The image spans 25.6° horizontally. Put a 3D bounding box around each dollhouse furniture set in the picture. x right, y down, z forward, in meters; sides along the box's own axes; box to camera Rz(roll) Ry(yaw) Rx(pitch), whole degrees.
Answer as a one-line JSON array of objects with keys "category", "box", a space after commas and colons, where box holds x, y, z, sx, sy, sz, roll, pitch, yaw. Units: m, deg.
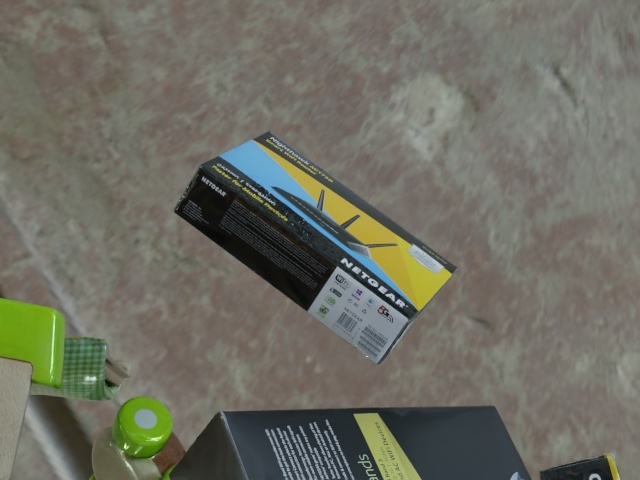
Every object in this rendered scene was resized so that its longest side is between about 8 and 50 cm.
[{"category": "dollhouse furniture set", "box": [-0.280, 0.136, 1.125, 0.198, 0.301, 0.151, 10, 78, 3]}]

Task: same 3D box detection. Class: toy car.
[{"category": "toy car", "box": [-0.105, 0.214, 1.323, 0.149, 0.188, 0.155, 52, 140, 23]}]

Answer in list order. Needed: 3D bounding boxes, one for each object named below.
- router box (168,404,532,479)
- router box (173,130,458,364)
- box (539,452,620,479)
[{"category": "router box", "box": [0.066, 0.251, 0.887, 0.081, 0.243, 0.308, -52, 48, 36]}, {"category": "router box", "box": [0.000, 0.000, 1.005, 0.179, 0.133, 0.046, 36, 113, 7]}, {"category": "box", "box": [0.279, 0.391, 1.344, 0.079, 0.257, 0.322, -13, 65, 4]}]
